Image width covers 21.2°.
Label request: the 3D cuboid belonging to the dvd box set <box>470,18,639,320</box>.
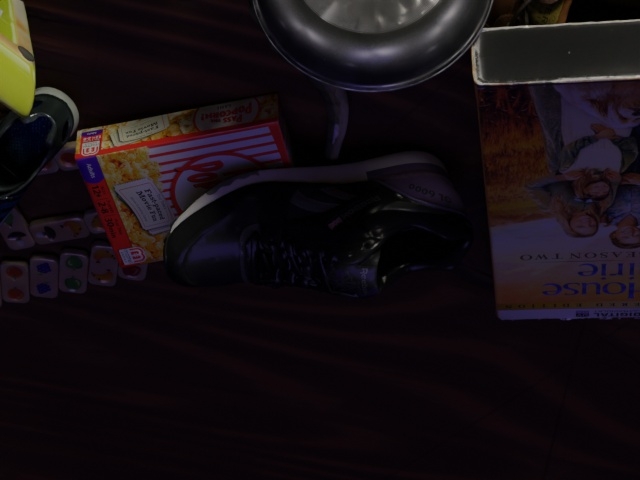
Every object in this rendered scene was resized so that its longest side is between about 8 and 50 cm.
[{"bbox_3d":[0.295,-0.050,1.507,0.307,0.062,0.420,-2,151,7],"label":"dvd box set"}]

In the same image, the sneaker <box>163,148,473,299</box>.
[{"bbox_3d":[0.000,0.000,1.557,0.283,0.124,0.107,-15,132,-9],"label":"sneaker"}]

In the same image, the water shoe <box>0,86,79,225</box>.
[{"bbox_3d":[-0.305,-0.061,1.581,0.073,0.080,0.203,39,115,-7],"label":"water shoe"}]

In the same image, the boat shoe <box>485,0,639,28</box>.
[{"bbox_3d":[0.188,-0.213,1.404,0.307,0.104,0.111,5,135,-1],"label":"boat shoe"}]

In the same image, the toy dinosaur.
[{"bbox_3d":[0.003,-0.172,1.490,0.118,0.064,0.268,-5,137,29],"label":"toy dinosaur"}]

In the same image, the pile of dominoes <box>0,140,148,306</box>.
[{"bbox_3d":[-0.295,0.001,1.686,0.251,0.040,0.196,-10,134,12],"label":"pile of dominoes"}]

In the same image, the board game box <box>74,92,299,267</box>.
[{"bbox_3d":[-0.116,-0.055,1.613,0.193,0.045,0.147,-11,133,7],"label":"board game box"}]

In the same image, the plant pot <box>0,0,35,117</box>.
[{"bbox_3d":[-0.366,-0.147,1.411,0.227,0.228,0.207,38,105,-27],"label":"plant pot"}]

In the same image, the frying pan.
[{"bbox_3d":[-0.005,-0.257,1.371,0.326,0.197,0.053,43,172,11],"label":"frying pan"}]
